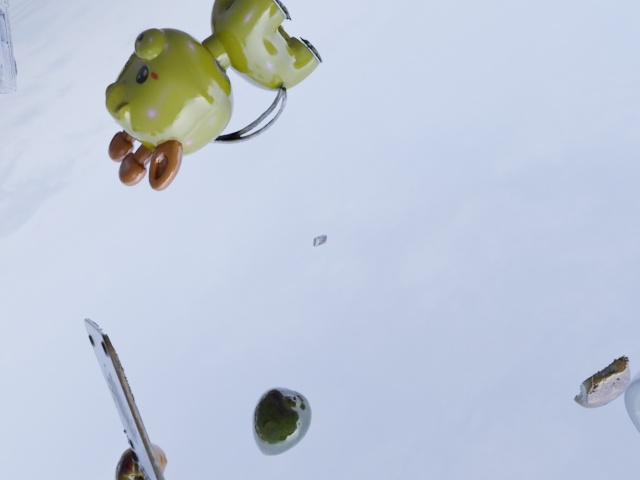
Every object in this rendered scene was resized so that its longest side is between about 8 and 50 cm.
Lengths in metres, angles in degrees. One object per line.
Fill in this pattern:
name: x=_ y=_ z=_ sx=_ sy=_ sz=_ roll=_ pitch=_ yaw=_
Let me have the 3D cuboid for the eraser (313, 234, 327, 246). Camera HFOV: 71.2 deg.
eraser: x=0.000 y=0.000 z=1.350 sx=0.019 sy=0.099 sz=0.027 roll=12 pitch=-78 yaw=21

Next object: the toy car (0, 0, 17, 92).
toy car: x=-0.451 y=-0.295 z=0.571 sx=0.090 sy=0.209 sz=0.108 roll=-4 pitch=-165 yaw=-26

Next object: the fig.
fig: x=-0.143 y=0.625 z=1.529 sx=0.203 sy=0.203 sz=0.225 roll=38 pitch=-73 yaw=45

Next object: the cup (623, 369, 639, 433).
cup: x=0.348 y=0.036 z=0.163 sx=0.259 sy=0.356 sz=0.274 roll=40 pitch=-101 yaw=22

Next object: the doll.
doll: x=-0.117 y=-0.143 z=0.423 sx=0.221 sy=0.135 sz=0.143 roll=-44 pitch=-124 yaw=3

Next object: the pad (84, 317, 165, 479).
pad: x=-0.308 y=0.263 z=0.704 sx=0.018 sy=0.286 sz=0.284 roll=-21 pitch=-172 yaw=-32

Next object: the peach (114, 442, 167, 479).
peach: x=-0.491 y=0.619 z=1.220 sx=0.138 sy=0.138 sz=0.138 roll=-16 pitch=-134 yaw=17

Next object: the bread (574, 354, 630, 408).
bread: x=0.602 y=0.305 z=0.941 sx=0.129 sy=0.126 sz=0.044 roll=-27 pitch=-139 yaw=-3
